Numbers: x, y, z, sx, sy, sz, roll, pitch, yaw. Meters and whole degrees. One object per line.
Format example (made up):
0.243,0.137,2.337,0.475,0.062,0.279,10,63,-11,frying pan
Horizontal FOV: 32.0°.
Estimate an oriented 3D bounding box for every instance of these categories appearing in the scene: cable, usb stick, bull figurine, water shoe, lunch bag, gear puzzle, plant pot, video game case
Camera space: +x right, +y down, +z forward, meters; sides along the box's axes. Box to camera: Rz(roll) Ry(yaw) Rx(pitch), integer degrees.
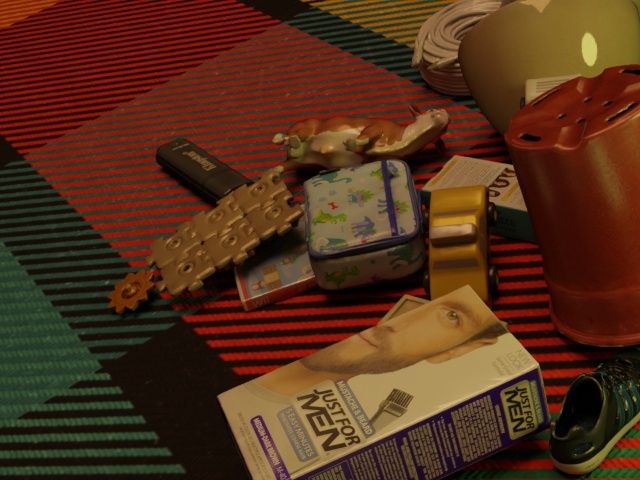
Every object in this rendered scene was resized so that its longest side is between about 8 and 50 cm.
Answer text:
0.300,-0.363,2.049,0.257,0.089,0.257,-7,36,14,cable
-0.206,-0.120,1.974,0.077,0.045,0.278,-33,37,-19,usb stick
0.060,-0.157,1.842,0.310,0.101,0.188,-3,16,28,bull figurine
0.329,0.179,1.284,0.073,0.080,0.203,12,44,36,water shoe
0.067,-0.029,1.645,0.176,0.090,0.219,-10,36,7,lunch bag
-0.181,0.023,1.739,0.339,0.044,0.175,-33,36,-3,gear puzzle
0.367,-0.229,1.716,0.284,0.284,0.190,-11,71,9,plant pot
0.000,0.000,1.733,0.285,0.025,0.204,-19,34,-1,video game case
0.368,-0.056,1.379,0.272,0.265,0.272,-23,23,10,plant pot

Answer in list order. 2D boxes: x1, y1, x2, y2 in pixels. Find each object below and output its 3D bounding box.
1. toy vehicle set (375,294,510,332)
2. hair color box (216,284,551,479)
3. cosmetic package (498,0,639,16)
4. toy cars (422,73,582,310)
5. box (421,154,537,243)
0.104,0.180,1.424,0.166,0.035,0.267,15,46,39,toy vehicle set
0.070,0.197,1.290,0.339,0.110,0.185,-22,34,-9,hair color box
0.512,-0.425,1.873,0.385,0.217,0.156,-20,73,-10,cosmetic package
0.255,-0.077,1.533,0.176,0.087,0.393,39,86,27,toy cars
0.279,-0.060,1.658,0.244,0.060,0.100,15,46,39,box
